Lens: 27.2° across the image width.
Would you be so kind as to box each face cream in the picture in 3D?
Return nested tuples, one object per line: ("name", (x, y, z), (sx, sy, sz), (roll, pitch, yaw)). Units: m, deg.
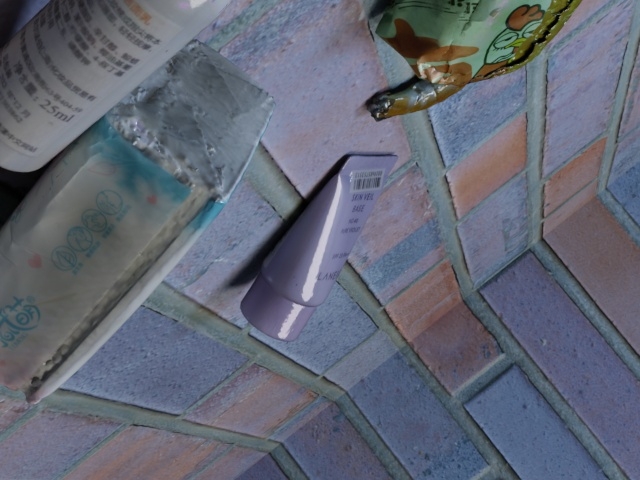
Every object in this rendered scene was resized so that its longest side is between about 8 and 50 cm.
("face cream", (0.000, 0.000, 1.716), (0.273, 0.096, 0.154), (-58, 157, 18))
("face cream", (-0.131, -0.142, 0.859), (0.269, 0.082, 0.082), (-33, 170, 32))

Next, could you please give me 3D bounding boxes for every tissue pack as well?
("tissue pack", (-0.168, -0.020, 1.058), (0.271, 0.124, 0.201), (-47, -172, 29))

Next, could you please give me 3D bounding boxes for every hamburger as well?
("hamburger", (0.190, -0.250, 1.292), (0.235, 0.125, 0.214), (-5, 156, -41))

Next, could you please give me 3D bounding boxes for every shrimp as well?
("shrimp", (0.129, -0.197, 1.496), (0.166, 0.049, 0.161), (-25, 164, -17))
